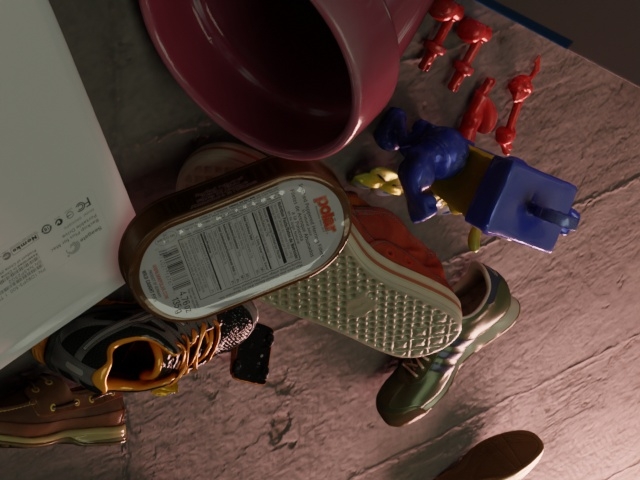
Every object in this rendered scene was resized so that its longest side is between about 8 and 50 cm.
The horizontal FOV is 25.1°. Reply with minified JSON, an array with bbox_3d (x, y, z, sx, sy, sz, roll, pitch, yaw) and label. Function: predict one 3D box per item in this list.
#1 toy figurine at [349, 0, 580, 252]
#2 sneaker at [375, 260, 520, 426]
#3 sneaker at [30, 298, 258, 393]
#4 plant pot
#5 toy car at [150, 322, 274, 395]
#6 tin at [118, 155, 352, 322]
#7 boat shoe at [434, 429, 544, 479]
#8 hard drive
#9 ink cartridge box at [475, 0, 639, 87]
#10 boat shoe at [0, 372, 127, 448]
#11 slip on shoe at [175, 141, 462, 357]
[{"bbox_3d":[0.134,-0.084,1.229,0.362,0.217,0.191,19,104,-49],"label":"toy figurine"},{"bbox_3d":[0.118,0.097,1.473,0.192,0.064,0.086,-42,132,-12],"label":"sneaker"},{"bbox_3d":[-0.134,0.087,1.204,0.215,0.083,0.084,-10,123,-40],"label":"sneaker"},{"bbox_3d":[-0.003,-0.188,1.057,0.180,0.201,0.201,-46,143,-32],"label":"plant pot"},{"bbox_3d":[-0.101,0.108,1.302,0.122,0.060,0.040,-3,166,-23],"label":"toy car"},{"bbox_3d":[-0.065,0.000,1.136,0.189,0.040,0.106,-22,129,-8],"label":"tin"},{"bbox_3d":[0.187,0.283,1.674,0.170,0.063,0.059,-29,138,-12],"label":"boat shoe"},{"bbox_3d":[-0.250,-0.041,1.031,0.203,0.040,0.307,-36,137,-19],"label":"hard drive"},{"bbox_3d":[0.360,-0.271,1.252,0.395,0.285,0.166,-17,129,-35],"label":"ink cartridge box"},{"bbox_3d":[-0.233,0.138,1.172,0.178,0.064,0.060,6,83,-47],"label":"boat shoe"},{"bbox_3d":[0.000,0.000,1.264,0.123,0.101,0.331,-35,134,28],"label":"slip on shoe"}]
